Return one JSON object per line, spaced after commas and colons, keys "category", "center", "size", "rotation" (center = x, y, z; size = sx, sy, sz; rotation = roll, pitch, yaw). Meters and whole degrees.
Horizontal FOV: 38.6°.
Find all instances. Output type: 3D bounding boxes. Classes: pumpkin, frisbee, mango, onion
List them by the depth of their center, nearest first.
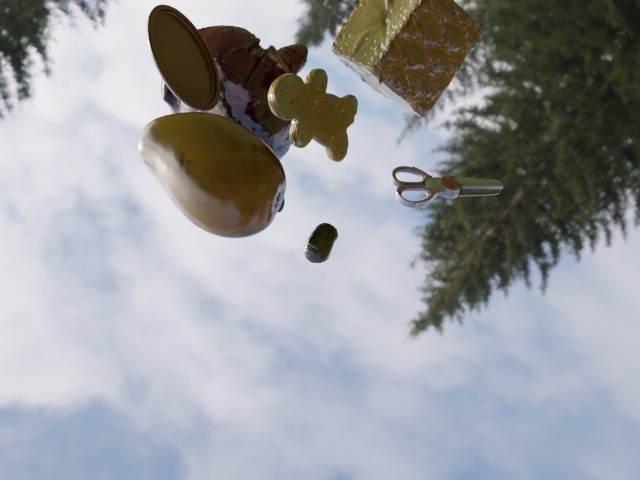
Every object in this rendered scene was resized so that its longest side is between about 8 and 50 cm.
{"category": "pumpkin", "center": [0.001, 0.000, 1.656], "size": [0.050, 0.028, 0.083], "rotation": [21, -112, 7]}
{"category": "mango", "center": [-0.198, -0.130, 1.659], "size": [0.317, 0.173, 0.211], "rotation": [38, -129, 26]}
{"category": "frisbee", "center": [-0.301, -0.399, 2.005], "size": [0.251, 0.021, 0.251], "rotation": [47, -148, -42]}
{"category": "onion", "center": [-0.194, -0.404, 2.407], "size": [0.398, 0.398, 0.420], "rotation": [37, -129, 2]}

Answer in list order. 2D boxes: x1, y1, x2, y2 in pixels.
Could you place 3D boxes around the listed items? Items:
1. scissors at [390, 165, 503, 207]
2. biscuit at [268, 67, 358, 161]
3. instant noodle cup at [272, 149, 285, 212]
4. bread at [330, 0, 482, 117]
{"category": "scissors", "center": [0.273, -0.114, 1.949], "size": [0.242, 0.031, 0.118], "rotation": [1, -136, -10]}
{"category": "biscuit", "center": [-0.014, -0.244, 1.711], "size": [0.030, 0.153, 0.234], "rotation": [12, 177, 41]}
{"category": "instant noodle cup", "center": [-0.175, -0.116, 2.030], "size": [0.179, 0.157, 0.070], "rotation": [-7, -156, 1]}
{"category": "bread", "center": [0.216, -0.505, 2.308], "size": [0.279, 0.279, 0.207], "rotation": [26, -172, -47]}
